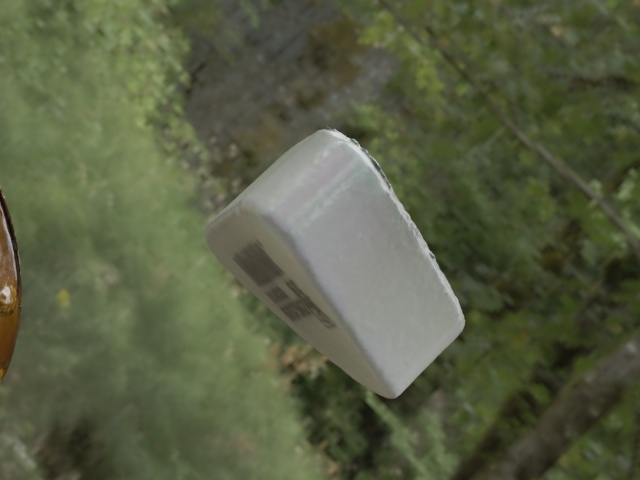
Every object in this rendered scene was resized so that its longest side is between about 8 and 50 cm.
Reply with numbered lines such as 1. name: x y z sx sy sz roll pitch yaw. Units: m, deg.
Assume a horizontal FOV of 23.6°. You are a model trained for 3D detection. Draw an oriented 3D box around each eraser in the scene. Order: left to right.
1. eraser: 0.000 0.000 1.782 0.331 0.150 0.331 42 -18 17

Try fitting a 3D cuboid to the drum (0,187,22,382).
1. drum: -0.460 0.031 1.197 0.431 0.431 0.214 46 35 1
